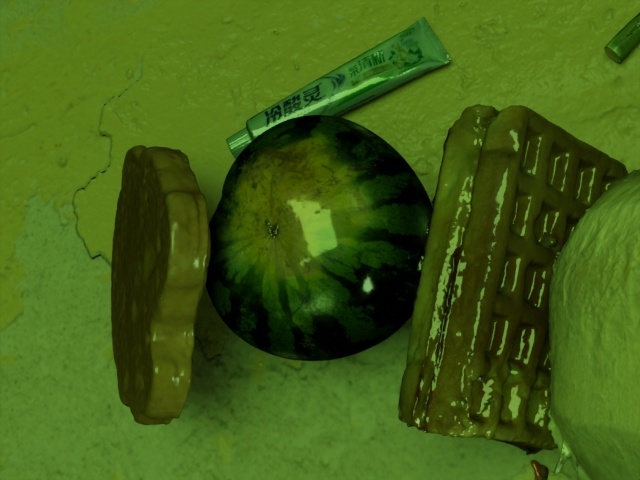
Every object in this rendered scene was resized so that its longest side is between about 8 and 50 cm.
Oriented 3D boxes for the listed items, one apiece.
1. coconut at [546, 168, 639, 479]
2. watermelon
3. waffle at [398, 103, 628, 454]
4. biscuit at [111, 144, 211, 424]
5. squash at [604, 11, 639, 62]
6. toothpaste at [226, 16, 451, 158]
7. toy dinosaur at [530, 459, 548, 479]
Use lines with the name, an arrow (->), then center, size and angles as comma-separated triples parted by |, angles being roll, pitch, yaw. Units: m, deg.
coconut -> 0.374, 0.079, 0.726 | 0.346, 0.346, 0.360 | 7, 80, 19
watermelon -> 0.000, -0.001, 0.914 | 0.269, 0.269, 0.269 | -4, 76, 17
waffle -> 0.200, 0.047, 0.855 | 0.098, 0.224, 0.327 | 0, 74, 51
biscuit -> -0.185, 0.046, 0.948 | 0.057, 0.351, 0.312 | 2, 93, -23
squash -> 0.368, -0.244, 0.972 | 0.083, 0.027, 0.027 | -45, 68, 2
toothpaste -> 0.017, -0.184, 1.063 | 0.297, 0.048, 0.074 | -28, 67, 6
toy dinosaur -> 0.124, 0.323, 0.902 | 0.101, 0.055, 0.279 | 43, 91, 12
